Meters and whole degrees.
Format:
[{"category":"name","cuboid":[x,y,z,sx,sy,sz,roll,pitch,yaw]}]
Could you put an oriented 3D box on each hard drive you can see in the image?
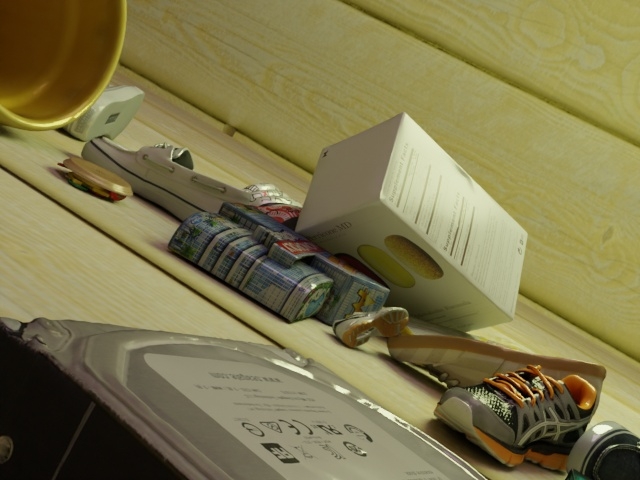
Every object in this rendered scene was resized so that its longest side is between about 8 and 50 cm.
[{"category":"hard drive","cuboid":[0.039,0.144,0.401,0.339,0.064,0.237,33,8,32]}]

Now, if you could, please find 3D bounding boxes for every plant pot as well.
[{"category":"plant pot","cuboid":[-0.390,-0.269,1.117,0.239,0.254,0.254,15,0,27]}]

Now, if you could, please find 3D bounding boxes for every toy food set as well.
[{"category":"toy food set","cuboid":[-0.240,-0.065,1.050,0.082,0.020,0.083,25,8,-28]}]

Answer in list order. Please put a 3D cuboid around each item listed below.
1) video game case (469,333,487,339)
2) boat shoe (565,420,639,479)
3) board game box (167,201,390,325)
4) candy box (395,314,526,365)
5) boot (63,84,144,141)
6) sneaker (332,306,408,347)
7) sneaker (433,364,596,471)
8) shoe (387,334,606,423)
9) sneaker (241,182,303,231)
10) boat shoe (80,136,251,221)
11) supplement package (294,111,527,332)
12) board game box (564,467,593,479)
[{"category":"video game case","cuboid":[0.246,0.170,1.272,0.173,0.022,0.190,31,6,28]},{"category":"boat shoe","cuboid":[0.302,0.220,0.907,0.183,0.065,0.083,23,7,-45]},{"category":"board game box","cuboid":[-0.032,0.030,1.014,0.194,0.060,0.194,29,6,12]},{"category":"candy box","cuboid":[0.176,0.133,1.123,0.205,0.027,0.105,18,10,-24]},{"category":"boot","cuboid":[-0.343,-0.212,1.423,0.123,0.095,0.258,35,7,-2]},{"category":"sneaker","cuboid":[0.049,0.080,0.979,0.083,0.032,0.037,-11,22,-34]},{"category":"sneaker","cuboid":[0.175,0.147,0.868,0.084,0.083,0.215,35,10,38]},{"category":"shoe","cuboid":[0.171,0.134,0.982,0.219,0.058,0.076,10,-9,12]},{"category":"sneaker","cuboid":[0.000,-0.001,1.262,0.145,0.090,0.270,37,13,38]},{"category":"boat shoe","cuboid":[-0.178,-0.078,1.171,0.226,0.076,0.083,30,6,13]},{"category":"supplement package","cuboid":[0.111,-0.009,1.153,0.139,0.134,0.244,-21,-49,42]},{"category":"board game box","cuboid":[0.271,0.246,0.747,0.186,0.026,0.126,29,6,9]}]
